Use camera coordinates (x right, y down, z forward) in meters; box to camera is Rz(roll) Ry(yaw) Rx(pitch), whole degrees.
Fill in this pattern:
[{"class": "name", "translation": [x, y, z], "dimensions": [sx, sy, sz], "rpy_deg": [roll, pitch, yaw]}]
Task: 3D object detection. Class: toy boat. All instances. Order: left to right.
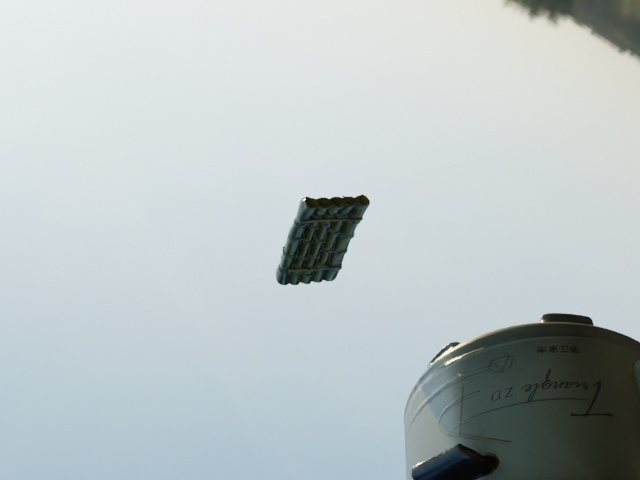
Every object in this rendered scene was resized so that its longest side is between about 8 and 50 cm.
[{"class": "toy boat", "translation": [0.000, 0.000, 1.028], "dimensions": [0.063, 0.115, 0.016], "rpy_deg": [-4, -127, -21]}]

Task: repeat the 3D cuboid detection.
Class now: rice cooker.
[{"class": "rice cooker", "translation": [0.179, 0.202, 0.869], "dimensions": [0.280, 0.241, 0.227], "rpy_deg": [38, -146, -30]}]
